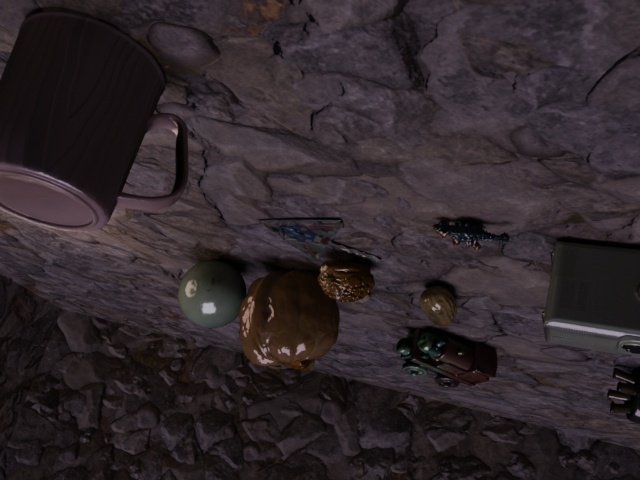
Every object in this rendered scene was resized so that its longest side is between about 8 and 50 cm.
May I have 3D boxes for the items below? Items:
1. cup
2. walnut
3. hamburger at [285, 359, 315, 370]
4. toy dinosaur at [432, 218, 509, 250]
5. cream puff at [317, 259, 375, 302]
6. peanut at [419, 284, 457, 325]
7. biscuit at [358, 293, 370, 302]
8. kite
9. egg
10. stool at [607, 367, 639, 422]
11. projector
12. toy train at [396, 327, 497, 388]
[{"bbox_3d":[-0.356,-0.160,1.002,0.208,0.273,0.288,-11,147,39],"label":"cup"},{"bbox_3d":[-0.086,0.214,1.843,0.296,0.285,0.285,-10,150,36],"label":"walnut"},{"bbox_3d":[-0.093,0.278,2.066,0.245,0.211,0.260,27,176,-41],"label":"hamburger"},{"bbox_3d":[0.287,-0.014,1.258,0.154,0.049,0.055,9,157,32],"label":"toy dinosaur"},{"bbox_3d":[0.064,0.104,1.649,0.144,0.103,0.126,5,170,-4],"label":"cream puff"},{"bbox_3d":[0.306,0.172,1.705,0.093,0.083,0.194,9,160,18],"label":"peanut"},{"bbox_3d":[0.075,0.149,1.913,0.152,0.020,0.152,15,162,5],"label":"biscuit"},{"bbox_3d":[0.000,0.000,1.570,0.314,0.011,0.335,18,162,-7],"label":"kite"},{"bbox_3d":[-0.324,0.160,1.970,0.203,0.203,0.282,17,160,-4],"label":"egg"},{"bbox_3d":[0.924,0.460,1.929,0.139,0.153,0.228,10,160,13],"label":"stool"},{"bbox_3d":[0.544,0.112,1.219,0.242,0.177,0.163,6,161,21],"label":"projector"},{"bbox_3d":[0.408,0.381,2.148,0.304,0.150,0.221,24,149,-21],"label":"toy train"}]
